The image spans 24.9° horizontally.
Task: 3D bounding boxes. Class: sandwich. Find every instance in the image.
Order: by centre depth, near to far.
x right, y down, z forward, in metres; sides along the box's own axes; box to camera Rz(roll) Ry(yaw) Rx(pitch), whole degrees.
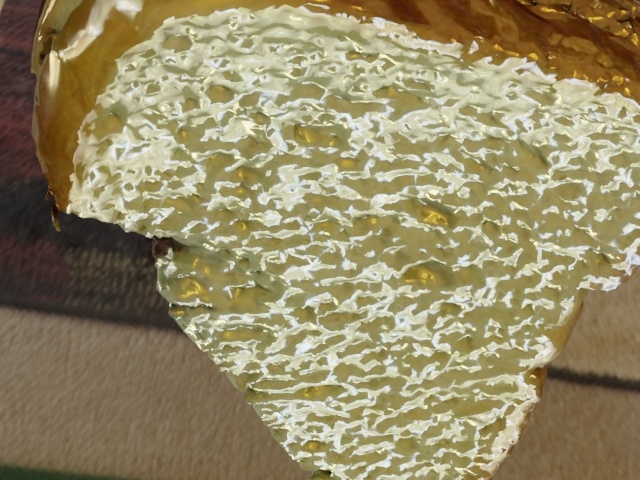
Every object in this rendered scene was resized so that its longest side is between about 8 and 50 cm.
[{"bbox_3d":[0.000,-0.003,0.575,0.254,0.100,0.288,11,131,-16],"label":"sandwich"}]

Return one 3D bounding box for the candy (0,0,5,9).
[{"bbox_3d":[-0.473,-0.357,1.402,0.386,0.427,0.186,40,68,8],"label":"candy"}]
